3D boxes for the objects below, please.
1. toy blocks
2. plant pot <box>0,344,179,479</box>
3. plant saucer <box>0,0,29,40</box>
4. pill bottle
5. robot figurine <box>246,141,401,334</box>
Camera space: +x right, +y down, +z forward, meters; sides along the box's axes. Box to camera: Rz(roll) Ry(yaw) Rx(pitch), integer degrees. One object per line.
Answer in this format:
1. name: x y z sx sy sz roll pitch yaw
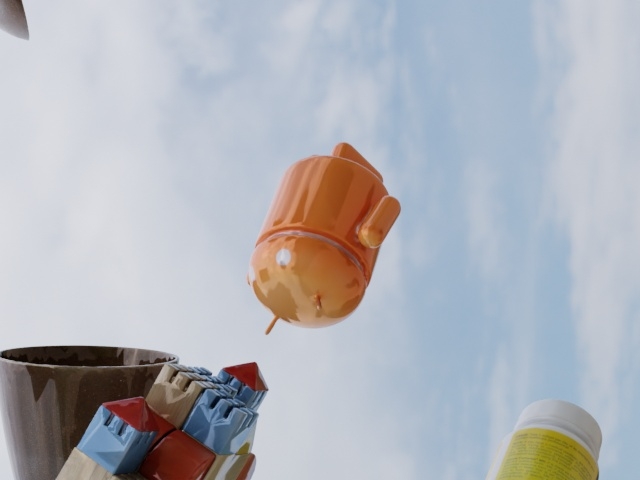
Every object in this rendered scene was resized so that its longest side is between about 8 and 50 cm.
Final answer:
1. toy blocks: -0.157 0.245 1.524 0.261 0.191 0.381 -60 -19 4
2. plant pot: -0.278 0.249 1.740 0.215 0.215 0.230 -1 -86 -64
3. plant saucer: -0.374 -0.317 1.670 0.198 0.036 0.198 163 90 -78
4. pill bottle: 0.239 0.278 1.634 0.208 0.119 0.119 -58 -40 -46
5. robot figurine: 0.001 -0.001 1.541 0.128 0.158 0.219 84 -160 -50
